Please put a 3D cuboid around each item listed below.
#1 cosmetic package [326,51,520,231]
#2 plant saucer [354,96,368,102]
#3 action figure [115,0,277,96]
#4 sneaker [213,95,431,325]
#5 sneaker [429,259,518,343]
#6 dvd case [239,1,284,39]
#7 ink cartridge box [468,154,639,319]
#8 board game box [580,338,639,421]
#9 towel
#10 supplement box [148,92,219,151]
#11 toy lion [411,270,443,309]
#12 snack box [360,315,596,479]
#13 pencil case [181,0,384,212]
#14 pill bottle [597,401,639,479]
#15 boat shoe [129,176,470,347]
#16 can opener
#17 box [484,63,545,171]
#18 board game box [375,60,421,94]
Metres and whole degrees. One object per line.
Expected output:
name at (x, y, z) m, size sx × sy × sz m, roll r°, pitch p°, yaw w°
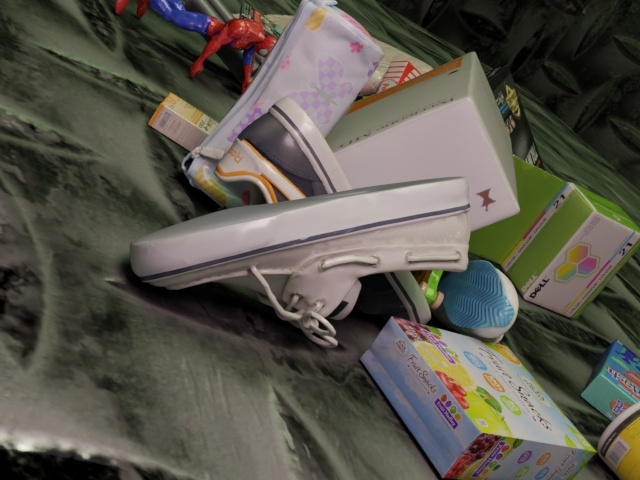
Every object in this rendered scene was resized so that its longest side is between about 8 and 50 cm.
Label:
cosmetic package at (0.141, -0.127, 1.401) m, size 0.453 × 0.230 × 0.161 m, roll -64°, pitch 131°, yaw -71°
plant saucer at (0.112, -0.292, 2.075) m, size 0.241 × 0.037 × 0.241 m, roll 30°, pitch 21°, yaw -13°
action figure at (-0.192, -0.303, 1.554) m, size 0.280 × 0.139 × 0.091 m, roll 18°, pitch 15°, yaw 23°
sneaker at (0.000, 0.000, 1.124) m, size 0.321 × 0.127 × 0.126 m, roll 55°, pitch -7°, yaw -22°
sneaker at (0.199, 0.081, 1.209) m, size 0.092 × 0.087 × 0.228 m, roll 34°, pitch -2°, yaw -9°
dvd case at (-0.082, -0.347, 1.639) m, size 0.119 × 0.013 × 0.087 m, roll 31°, pitch 20°, yaw -17°
ink cartridge box at (0.361, 0.000, 1.591) m, size 0.255 × 0.189 × 0.097 m, roll 21°, pitch 26°, yaw -32°
board game box at (0.468, 0.232, 1.439) m, size 0.160 × 0.047 × 0.210 m, roll 40°, pitch 21°, yaw 12°
towel at (0.009, -0.337, 1.802) m, size 0.332 × 0.053 × 0.317 m, roll -11°, pitch 36°, yaw -44°
supplement box at (-0.167, -0.145, 1.285) m, size 0.098 × 0.036 × 0.062 m, roll 32°, pitch 20°, yaw -9°
toy lion at (0.131, 0.053, 1.258) m, size 0.034 × 0.096 × 0.100 m, roll 31°, pitch 57°, yaw -9°
snack box at (0.167, 0.174, 1.051) m, size 0.207 × 0.070 × 0.174 m, roll 19°, pitch 25°, yaw -43°
pencil case at (-0.046, -0.154, 1.166) m, size 0.124 × 0.273 × 0.113 m, roll 34°, pitch 12°, yaw -26°
pill bottle at (0.421, 0.283, 1.164) m, size 0.103 × 0.103 × 0.184 m, roll 13°, pitch 29°, yaw -47°
boat shoe at (-0.004, 0.035, 0.987) m, size 0.367 × 0.156 × 0.136 m, roll -11°, pitch 7°, yaw -31°
can opener at (-0.105, -0.298, 1.615) m, size 0.280 × 0.093 × 0.074 m, roll 47°, pitch 32°, yaw 3°
box at (0.332, -0.145, 1.785) m, size 0.293 × 0.073 × 0.295 m, roll 66°, pitch 27°, yaw -10°
board game box at (0.164, -0.197, 1.725) m, size 0.193 × 0.147 × 0.045 m, roll 36°, pitch -17°, yaw -37°
